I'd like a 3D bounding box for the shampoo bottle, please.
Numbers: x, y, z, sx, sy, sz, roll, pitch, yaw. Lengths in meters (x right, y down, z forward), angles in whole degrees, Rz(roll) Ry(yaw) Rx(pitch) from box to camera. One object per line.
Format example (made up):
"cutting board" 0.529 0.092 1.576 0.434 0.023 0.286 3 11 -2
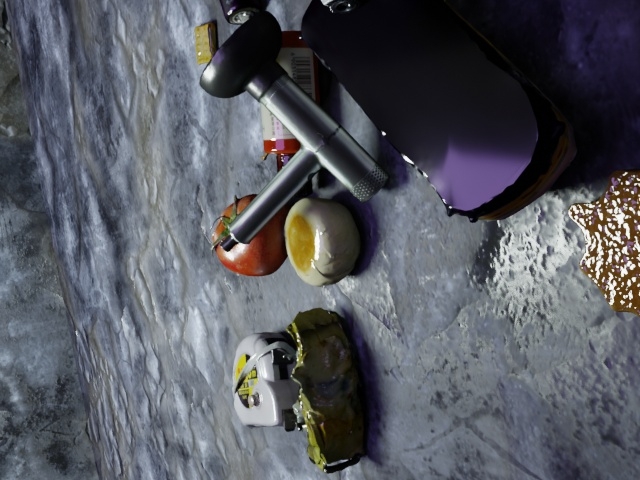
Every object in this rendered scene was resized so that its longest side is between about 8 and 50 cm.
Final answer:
"shampoo bottle" -0.051 -0.213 1.119 0.104 0.104 0.278 9 106 52

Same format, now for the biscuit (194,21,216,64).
"biscuit" -0.250 -0.427 1.404 0.081 0.018 0.083 10 106 52

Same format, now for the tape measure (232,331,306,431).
"tape measure" -0.111 0.285 1.315 0.236 0.120 0.197 -26 66 57

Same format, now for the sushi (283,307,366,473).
"sushi" -0.005 0.269 1.158 0.131 0.139 0.291 4 103 61

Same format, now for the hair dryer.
"hair dryer" -0.093 -0.136 0.997 0.320 0.284 0.156 53 178 -4

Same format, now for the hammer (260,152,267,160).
"hammer" -0.090 -0.191 1.256 0.123 0.014 0.029 -46 53 51

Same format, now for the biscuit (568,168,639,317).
"biscuit" 0.359 0.006 0.685 0.215 0.034 0.182 38 126 45

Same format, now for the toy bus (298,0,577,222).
"toy bus" 0.153 -0.191 0.796 0.171 0.162 0.386 -49 60 27

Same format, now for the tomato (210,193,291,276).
"tomato" -0.121 -0.008 1.223 0.167 0.167 0.167 18 112 50

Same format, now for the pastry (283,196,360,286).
"pastry" 0.000 0.000 1.119 0.156 0.092 0.156 11 104 51

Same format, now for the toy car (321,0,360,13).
"toy car" 0.061 -0.327 0.726 0.170 0.070 0.080 -13 80 40

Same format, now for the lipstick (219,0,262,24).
"lipstick" -0.183 -0.558 1.231 0.081 0.081 0.300 -27 77 53
